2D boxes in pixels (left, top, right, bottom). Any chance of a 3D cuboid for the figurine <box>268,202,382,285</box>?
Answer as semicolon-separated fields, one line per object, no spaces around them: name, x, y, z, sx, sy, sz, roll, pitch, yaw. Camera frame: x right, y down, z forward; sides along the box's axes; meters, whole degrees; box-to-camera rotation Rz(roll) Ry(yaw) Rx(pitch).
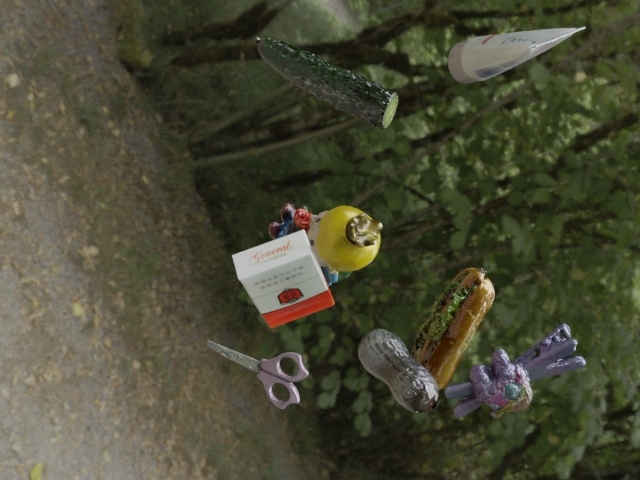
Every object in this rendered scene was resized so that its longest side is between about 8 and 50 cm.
figurine;0.006;-0.013;1.230;0.185;0.127;0.234;43;-12;3

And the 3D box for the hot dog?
hot dog;0.299;0.198;1.674;0.100;0.337;0.135;17;24;-17

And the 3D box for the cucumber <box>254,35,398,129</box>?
cucumber;-0.003;-0.269;1.181;0.294;0.067;0.067;31;-6;24

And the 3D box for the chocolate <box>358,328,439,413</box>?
chocolate;0.169;0.287;1.594;0.248;0.110;0.110;43;-13;47

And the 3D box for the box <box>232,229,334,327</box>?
box;-0.046;0.055;0.957;0.152;0.100;0.048;68;4;-59

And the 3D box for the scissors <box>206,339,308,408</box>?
scissors;-0.125;0.233;1.337;0.110;0.212;0.021;-71;165;9

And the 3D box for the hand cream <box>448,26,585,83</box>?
hand cream;0.344;-0.349;1.316;0.248;0.133;0.083;0;-65;57

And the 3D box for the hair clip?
hair clip;0.367;0.241;1.324;0.137;0.279;0.090;63;-8;-26
